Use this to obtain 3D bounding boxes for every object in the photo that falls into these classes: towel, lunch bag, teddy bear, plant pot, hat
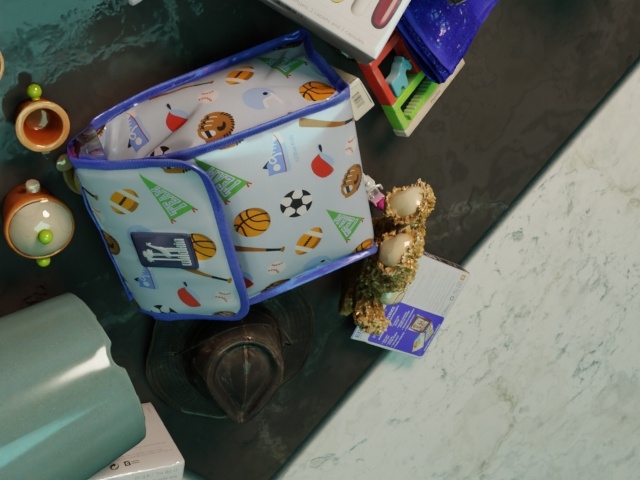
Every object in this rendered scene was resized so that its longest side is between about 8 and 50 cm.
[{"bbox_3d":[0.219,-0.433,1.346,0.227,0.076,0.308,43,74,-40],"label":"towel"},{"bbox_3d":[-0.135,-0.069,1.242,0.385,0.239,0.328,-21,133,-10],"label":"lunch bag"},{"bbox_3d":[0.123,0.034,1.438,0.113,0.245,0.338,13,138,-7],"label":"teddy bear"},{"bbox_3d":[-0.453,0.257,1.208,0.334,0.341,0.341,-26,126,-26],"label":"plant pot"},{"bbox_3d":[-0.136,0.217,1.445,0.331,0.134,0.331,-12,128,-16],"label":"hat"}]

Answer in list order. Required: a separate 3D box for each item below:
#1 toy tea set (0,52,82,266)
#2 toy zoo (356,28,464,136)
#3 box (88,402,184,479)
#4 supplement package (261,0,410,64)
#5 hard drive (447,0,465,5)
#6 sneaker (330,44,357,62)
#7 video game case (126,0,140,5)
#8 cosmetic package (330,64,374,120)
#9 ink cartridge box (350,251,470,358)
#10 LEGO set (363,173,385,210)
[{"bbox_3d":[-0.410,-0.117,1.145,0.200,0.124,0.336,-44,129,-4],"label":"toy tea set"},{"bbox_3d":[0.127,-0.339,1.375,0.192,0.030,0.293,-53,132,-21],"label":"toy zoo"},{"bbox_3d":[-0.343,0.378,1.411,0.181,0.182,0.119,-5,116,-29],"label":"box"},{"bbox_3d":[-0.006,-0.367,1.141,0.262,0.204,0.145,30,97,-6],"label":"supplement package"},{"bbox_3d":[0.149,-0.523,1.177,0.339,0.064,0.237,52,49,-21],"label":"hard drive"},{"bbox_3d":[0.027,-0.353,1.338,0.162,0.063,0.073,41,75,-45],"label":"sneaker"},{"bbox_3d":[-0.212,-0.490,0.997,0.300,0.036,0.329,-41,87,-6],"label":"video game case"},{"bbox_3d":[0.030,-0.239,1.353,0.041,0.115,0.060,-42,130,-7],"label":"cosmetic package"},{"bbox_3d":[0.171,0.119,1.672,0.208,0.045,0.206,21,103,-38],"label":"ink cartridge box"},{"bbox_3d":[0.000,0.000,1.466,0.287,0.107,0.132,-48,129,-1],"label":"LEGO set"}]
